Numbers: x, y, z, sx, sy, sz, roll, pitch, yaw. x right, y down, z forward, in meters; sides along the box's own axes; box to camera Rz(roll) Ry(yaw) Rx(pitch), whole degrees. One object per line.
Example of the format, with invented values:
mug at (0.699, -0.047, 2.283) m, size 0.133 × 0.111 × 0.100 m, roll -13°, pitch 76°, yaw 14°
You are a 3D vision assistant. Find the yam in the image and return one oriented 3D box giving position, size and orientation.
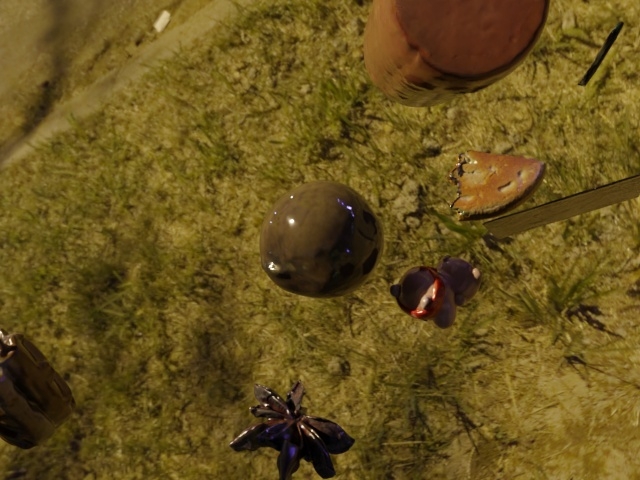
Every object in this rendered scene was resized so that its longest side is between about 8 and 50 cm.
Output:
yam at (0.428, -0.283, 0.837) m, size 0.014 × 0.014 × 0.107 m, roll 37°, pitch 104°, yaw 32°

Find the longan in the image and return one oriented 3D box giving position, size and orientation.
longan at (0.000, 0.000, 1.381) m, size 0.318 × 0.319 × 0.319 m, roll -8°, pitch 73°, yaw 29°

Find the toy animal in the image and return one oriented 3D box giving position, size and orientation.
toy animal at (0.286, 0.126, 1.357) m, size 0.197 × 0.171 × 0.171 m, roll -22°, pitch 58°, yaw -22°

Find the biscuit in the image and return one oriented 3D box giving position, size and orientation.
biscuit at (-0.535, 0.205, 0.874) m, size 0.366 × 0.268 × 0.115 m, roll 20°, pitch 50°, yaw 30°

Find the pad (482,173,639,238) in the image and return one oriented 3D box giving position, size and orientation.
pad at (0.542, -0.068, 1.234) m, size 0.330 × 0.220 × 0.004 m, roll -19°, pitch 73°, yaw 24°

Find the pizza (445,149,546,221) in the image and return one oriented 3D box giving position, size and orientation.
pizza at (0.430, -0.152, 1.434) m, size 0.289 × 0.081 × 0.229 m, roll -32°, pitch 58°, yaw -13°

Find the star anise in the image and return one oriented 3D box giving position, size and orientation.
star anise at (-0.055, 0.399, 1.146) m, size 0.282 × 0.212 × 0.129 m, roll 24°, pitch 112°, yaw 41°

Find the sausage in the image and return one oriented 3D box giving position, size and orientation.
sausage at (0.100, -0.182, 0.487) m, size 0.121 × 0.304 × 0.121 m, roll 0°, pitch 101°, yaw 2°
